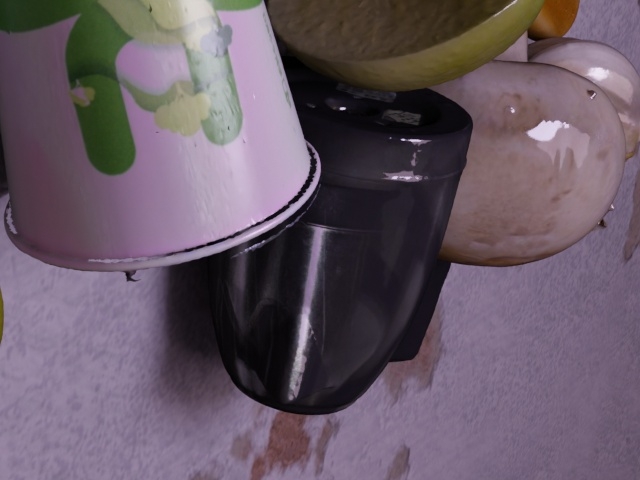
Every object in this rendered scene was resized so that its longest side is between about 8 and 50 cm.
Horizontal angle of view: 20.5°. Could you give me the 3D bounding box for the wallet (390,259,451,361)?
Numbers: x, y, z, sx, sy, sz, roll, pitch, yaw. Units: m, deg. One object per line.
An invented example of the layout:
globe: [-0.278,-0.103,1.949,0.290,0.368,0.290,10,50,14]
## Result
wallet: [0.064,0.069,1.998,0.250,0.044,0.149,5,105,-61]

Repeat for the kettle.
kettle: [0.000,0.000,1.711,0.321,0.228,0.324,-84,-174,-70]

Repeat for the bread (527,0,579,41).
bread: [0.230,-0.300,2.042,0.239,0.074,0.092,29,82,-61]

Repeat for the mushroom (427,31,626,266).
mushroom: [0.179,-0.126,1.913,0.292,0.292,0.290,60,25,-53]

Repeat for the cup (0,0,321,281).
cup: [-0.141,-0.147,1.339,0.253,0.253,0.274,-39,130,-45]

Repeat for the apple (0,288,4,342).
apple: [-0.310,0.057,1.229,0.196,0.157,0.196,-34,138,-37]

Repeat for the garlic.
garlic: [0.268,-0.136,2.104,0.281,0.203,0.184,111,-22,-57]

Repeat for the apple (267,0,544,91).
apple: [0.076,-0.278,1.594,0.292,0.254,0.292,-1,90,-68]
